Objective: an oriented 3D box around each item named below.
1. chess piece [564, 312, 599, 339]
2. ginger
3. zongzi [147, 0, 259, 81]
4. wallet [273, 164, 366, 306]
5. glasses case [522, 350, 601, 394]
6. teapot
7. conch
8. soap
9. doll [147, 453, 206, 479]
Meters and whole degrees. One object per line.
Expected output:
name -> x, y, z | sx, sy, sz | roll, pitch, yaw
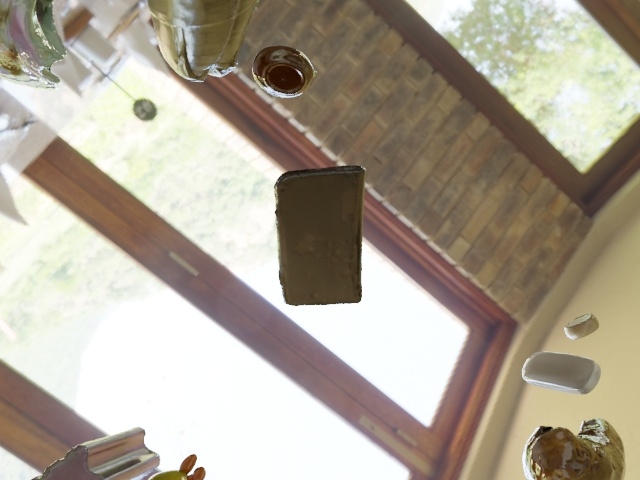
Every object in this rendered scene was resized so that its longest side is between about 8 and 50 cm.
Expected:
chess piece -> 0.653, 0.216, 1.788 | 0.084, 0.038, 0.083 | -31, 179, -1
ginger -> 0.495, 0.436, 1.378 | 0.165, 0.321, 0.172 | -8, -103, 36
zongzi -> -0.076, -0.358, 0.864 | 0.300, 0.145, 0.274 | -30, 148, -20
wallet -> 0.000, 0.000, 1.323 | 0.042, 0.165, 0.309 | -96, -177, -53
glasses case -> 0.490, 0.270, 1.465 | 0.074, 0.049, 0.193 | -59, -159, -16
teapot -> -0.067, -0.325, 1.363 | 0.078, 0.129, 0.098 | -102, -147, -49
conch -> -0.468, -0.385, 1.040 | 0.249, 0.197, 0.368 | 100, -18, -52
soap -> -0.284, 0.295, 0.877 | 0.122, 0.065, 0.203 | -36, 170, 0
doll -> -0.304, 0.481, 1.328 | 0.221, 0.135, 0.143 | -24, -142, 18
